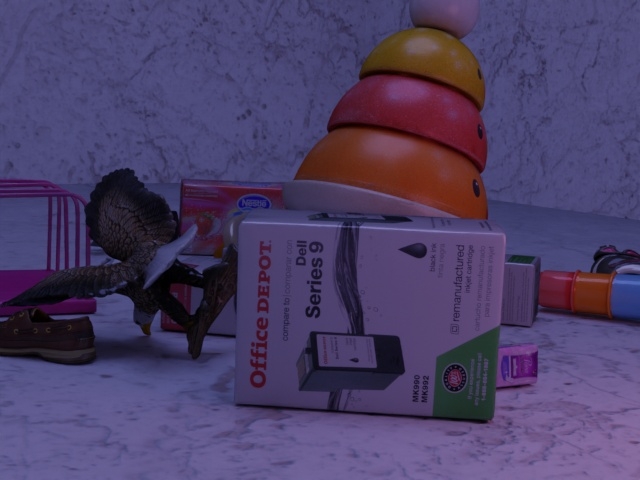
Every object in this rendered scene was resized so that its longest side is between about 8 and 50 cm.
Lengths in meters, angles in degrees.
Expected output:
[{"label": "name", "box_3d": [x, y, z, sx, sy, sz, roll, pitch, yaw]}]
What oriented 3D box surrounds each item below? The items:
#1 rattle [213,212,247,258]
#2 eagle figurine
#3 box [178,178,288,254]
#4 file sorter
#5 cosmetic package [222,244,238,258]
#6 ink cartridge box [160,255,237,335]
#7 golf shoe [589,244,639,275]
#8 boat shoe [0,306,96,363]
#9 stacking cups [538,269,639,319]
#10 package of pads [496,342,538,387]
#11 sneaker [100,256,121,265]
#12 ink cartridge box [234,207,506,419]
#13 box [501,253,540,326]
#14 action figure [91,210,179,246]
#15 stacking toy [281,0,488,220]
[{"label": "rattle", "box_3d": [-0.171, 0.045, 2.009, 0.142, 0.130, 0.200, -12, 33, 21]}, {"label": "eagle figurine", "box_3d": [-0.256, 0.039, 1.465, 0.298, 0.225, 0.226, 24, 15, 17]}, {"label": "box", "box_3d": [-0.151, -0.049, 2.375, 0.299, 0.154, 0.142, 3, 7, -9]}, {"label": "file sorter", "box_3d": [-0.483, 0.000, 1.731, 0.202, 0.182, 0.290, -1, 8, -26]}, {"label": "cosmetic package", "box_3d": [-0.060, 0.052, 1.832, 0.127, 0.107, 0.238, 8, 11, 23]}, {"label": "ink cartridge box", "box_3d": [-0.106, 0.082, 1.613, 0.217, 0.092, 0.158, 3, 7, 11]}, {"label": "golf shoe", "box_3d": [0.641, 0.073, 2.063, 0.272, 0.105, 0.120, -2, 22, 8]}, {"label": "boat shoe", "box_3d": [-0.360, 0.112, 1.389, 0.177, 0.060, 0.064, 5, 8, 18]}, {"label": "stacking cups", "box_3d": [0.510, 0.095, 1.816, 0.316, 0.096, 0.096, 3, 7, 25]}, {"label": "package of pads", "box_3d": [0.226, 0.153, 1.356, 0.083, 0.050, 0.032, -1, 3, -30]}, {"label": "sneaker", "box_3d": [-0.338, 0.040, 1.944, 0.082, 0.072, 0.190, -2, 6, 8]}, {"label": "ink cartridge box", "box_3d": [0.051, 0.079, 1.240, 0.289, 0.211, 0.121, 2, 9, 3]}, {"label": "box", "box_3d": [0.303, 0.077, 1.779, 0.087, 0.102, 0.101, 3, 8, 17]}, {"label": "action figure", "box_3d": [-0.368, -0.014, 2.240, 0.185, 0.099, 0.285, -10, 8, -23]}, {"label": "stacking toy", "box_3d": [0.157, -0.223, 1.803, 0.350, 0.480, 0.350, 15, -6, 2]}]
